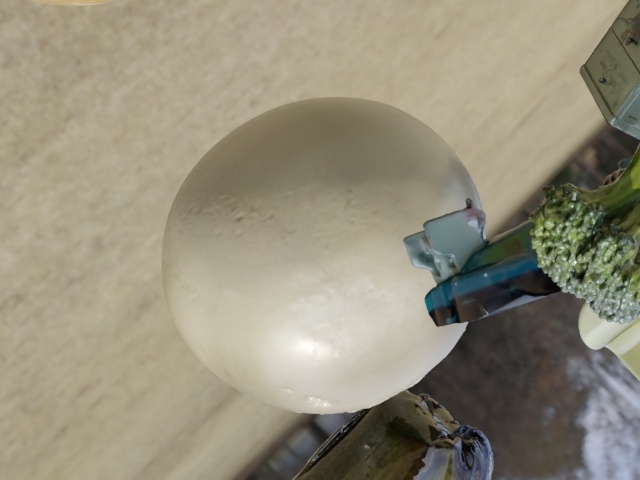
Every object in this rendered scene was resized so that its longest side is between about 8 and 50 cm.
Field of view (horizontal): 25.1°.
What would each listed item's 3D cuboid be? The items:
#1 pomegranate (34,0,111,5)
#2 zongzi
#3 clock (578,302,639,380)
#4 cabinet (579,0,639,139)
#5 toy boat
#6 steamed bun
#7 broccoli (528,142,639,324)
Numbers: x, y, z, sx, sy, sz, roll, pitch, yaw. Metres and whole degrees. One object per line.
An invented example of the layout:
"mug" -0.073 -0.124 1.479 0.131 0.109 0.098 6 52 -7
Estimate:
"pomegranate" -0.203 -0.319 1.005 0.338 0.338 0.338 -46 176 -4
"zongzi" 0.083 0.398 1.670 0.403 0.208 0.432 -48 136 -1
"clock" 0.443 0.115 1.427 0.265 0.324 0.109 -45 169 31
"cabinet" 0.432 -0.223 1.684 0.206 0.150 0.145 -58 -159 25
"toy boat" 0.220 -0.020 1.130 0.299 0.092 0.134 -19 175 -16
"steamed bun" 0.000 0.000 1.378 0.324 0.324 0.206 -44 140 -25
"broccoli" 0.214 -0.047 0.929 0.118 0.122 0.204 30 -85 53
